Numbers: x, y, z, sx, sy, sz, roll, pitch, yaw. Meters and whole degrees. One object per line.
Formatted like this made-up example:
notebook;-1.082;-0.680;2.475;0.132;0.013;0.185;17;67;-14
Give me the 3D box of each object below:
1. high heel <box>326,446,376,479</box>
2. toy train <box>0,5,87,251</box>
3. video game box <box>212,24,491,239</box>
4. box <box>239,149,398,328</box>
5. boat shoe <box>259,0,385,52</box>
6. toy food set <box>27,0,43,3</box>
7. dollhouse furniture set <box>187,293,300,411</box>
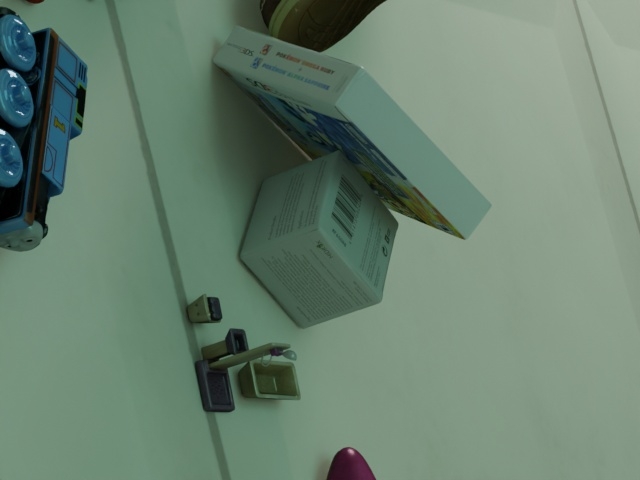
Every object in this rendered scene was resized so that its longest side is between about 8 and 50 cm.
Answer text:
high heel;0.074;0.279;1.603;0.082;0.117;0.244;21;55;-53
toy train;-0.219;-0.075;1.379;0.105;0.080;0.184;44;38;-47
video game box;0.026;-0.094;1.701;0.048;0.187;0.205;-53;128;-8
box;0.000;0.000;1.681;0.102;0.087;0.101;51;35;-31
boat shoe;0.013;-0.280;1.873;0.123;0.123;0.342;39;37;6
toy food set;-0.252;-0.294;1.471;0.232;0.104;0.111;42;50;-12
dollhouse furniture set;-0.036;0.084;1.576;0.114;0.081;0.091;11;63;-56
